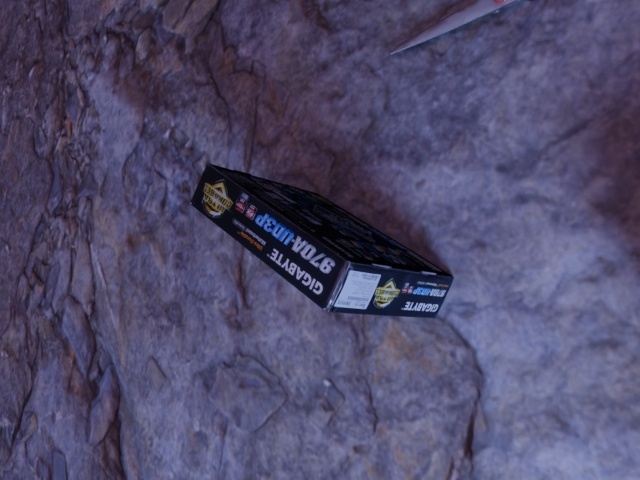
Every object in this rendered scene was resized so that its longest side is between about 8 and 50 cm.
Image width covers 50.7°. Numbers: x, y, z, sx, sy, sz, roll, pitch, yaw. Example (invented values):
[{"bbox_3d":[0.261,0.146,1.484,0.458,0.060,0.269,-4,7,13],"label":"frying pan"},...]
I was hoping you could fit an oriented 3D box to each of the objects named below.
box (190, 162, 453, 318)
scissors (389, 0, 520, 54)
[{"bbox_3d":[0.000,0.000,0.679,0.220,0.175,0.051,34,105,38],"label":"box"},{"bbox_3d":[0.193,-0.236,0.647,0.297,0.021,0.109,-33,65,31],"label":"scissors"}]
